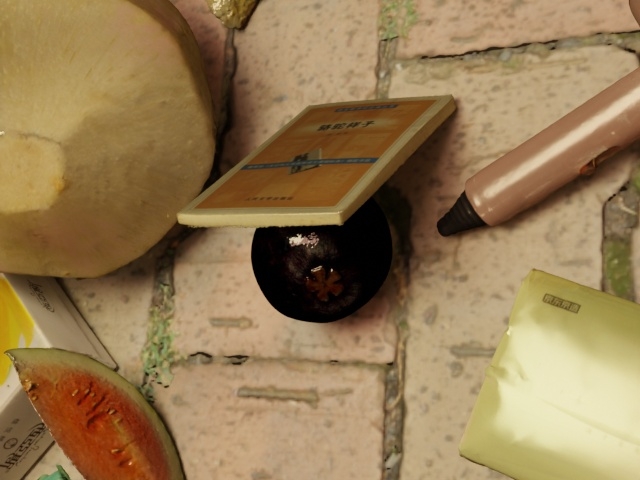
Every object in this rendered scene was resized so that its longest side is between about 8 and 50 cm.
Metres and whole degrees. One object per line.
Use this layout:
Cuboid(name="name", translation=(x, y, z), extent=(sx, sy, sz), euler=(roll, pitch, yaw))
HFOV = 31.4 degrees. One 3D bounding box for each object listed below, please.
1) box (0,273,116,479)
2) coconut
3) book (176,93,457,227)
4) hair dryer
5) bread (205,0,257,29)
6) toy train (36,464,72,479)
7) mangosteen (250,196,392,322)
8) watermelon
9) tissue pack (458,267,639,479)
Cuboid(name="box", translation=(-0.373, 0.155, 1.228), extent=(0.260, 0.111, 0.194), euler=(-49, 56, 6))
Cuboid(name="coconut", translation=(-0.275, -0.126, 1.148), extent=(0.352, 0.352, 0.352), euler=(-10, 69, 28))
Cuboid(name="book", translation=(0.002, -0.075, 1.030), extent=(0.170, 0.241, 0.018), euler=(0, 119, 31))
Cuboid(name="hair dryer", translation=(0.242, -0.080, 0.955), extent=(0.344, 0.107, 0.189), euler=(-34, 61, 28))
Cuboid(name="bread", translation=(-0.081, -0.322, 1.245), extent=(0.136, 0.054, 0.154), euler=(-33, 62, 15))
Cuboid(name="toy train", translation=(-0.224, 0.303, 1.033), extent=(0.112, 0.203, 0.163), euler=(-35, 67, -19))
Cuboid(name="mangosteen", translation=(0.000, 0.000, 1.050), extent=(0.137, 0.137, 0.151), euler=(-36, 32, 17))
Cuboid(name="watermelon", translation=(-0.207, 0.194, 1.095), extent=(0.063, 0.119, 0.245), euler=(-36, 85, 20))
Cuboid(name="tissue pack", translation=(0.243, 0.137, 0.847), extent=(0.234, 0.125, 0.159), euler=(20, 85, 35))
